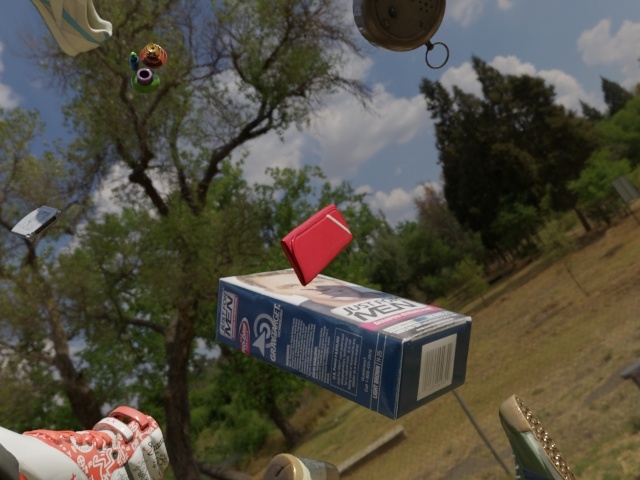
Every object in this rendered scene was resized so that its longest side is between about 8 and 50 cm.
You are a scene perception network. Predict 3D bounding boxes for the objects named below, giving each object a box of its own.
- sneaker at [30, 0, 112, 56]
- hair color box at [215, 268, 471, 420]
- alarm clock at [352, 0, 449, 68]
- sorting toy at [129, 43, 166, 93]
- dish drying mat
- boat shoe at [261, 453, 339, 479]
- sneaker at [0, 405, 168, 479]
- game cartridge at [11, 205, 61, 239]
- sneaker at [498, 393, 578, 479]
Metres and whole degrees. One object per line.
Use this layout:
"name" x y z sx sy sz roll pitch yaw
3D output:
"sneaker" -0.443 -0.428 0.939 0.092 0.088 0.229 -18 -43 7
"hair color box" 0.021 0.129 0.817 0.347 0.105 0.173 12 11 41
"alarm clock" 0.128 -0.328 0.814 0.129 0.192 0.064 -44 27 5
"sorting toy" -0.323 -0.326 1.037 0.061 0.102 0.042 13 -21 -7
"dish drying mat" 0.000 0.000 0.368 0.008 0.032 0.083 -22 9 28
"boat shoe" -0.062 0.436 0.755 0.098 0.303 0.109 21 1 -33
"sneaker" -0.261 0.229 0.603 0.090 0.270 0.145 -1 43 25
"game cartridge" -0.552 -0.035 1.087 0.083 0.055 0.017 -54 -28 -40
"sneaker" 0.229 0.270 0.593 0.086 0.192 0.064 -39 -22 19
